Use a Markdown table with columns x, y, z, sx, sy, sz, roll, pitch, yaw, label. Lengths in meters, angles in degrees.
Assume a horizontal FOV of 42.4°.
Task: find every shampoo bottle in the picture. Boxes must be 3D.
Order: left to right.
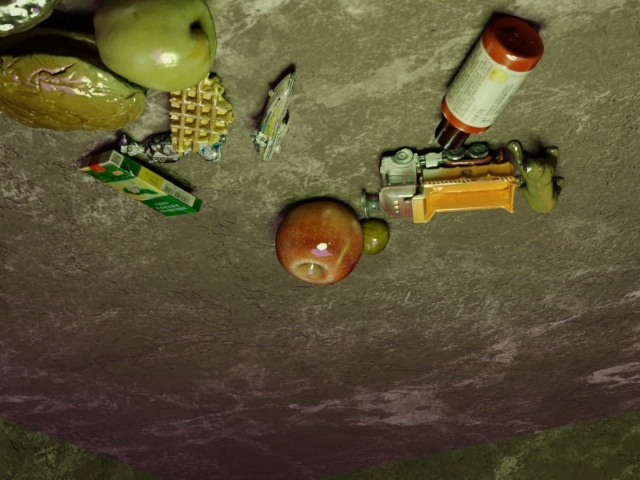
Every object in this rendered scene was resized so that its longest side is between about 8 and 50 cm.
| x | y | z | sx | sy | sz | roll | pitch | yaw | label |
| --- | --- | --- | --- | --- | --- | --- | --- | --- | --- |
| 0.286 | -0.266 | 1.482 | 0.104 | 0.104 | 0.278 | 11 | 146 | -14 | shampoo bottle |

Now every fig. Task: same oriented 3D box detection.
| x | y | z | sx | sy | sz | roll | pitch | yaw | label |
| --- | --- | --- | --- | --- | --- | --- | --- | --- | --- |
| 0.112 | -0.014 | 1.901 | 0.098 | 0.082 | 0.084 | 30 | 175 | -12 | fig |

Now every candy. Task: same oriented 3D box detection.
| x | y | z | sx | sy | sz | roll | pitch | yaw | label |
| --- | --- | --- | --- | --- | --- | --- | --- | --- | --- |
| -0.301 | -0.194 | 1.668 | 0.226 | 0.051 | 0.094 | -6 | 135 | 8 | candy |

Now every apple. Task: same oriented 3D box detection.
| x | y | z | sx | sy | sz | roll | pitch | yaw | label |
| --- | --- | --- | --- | --- | --- | --- | --- | --- | --- |
| -0.262 | -0.334 | 1.333 | 0.200 | 0.200 | 0.200 | 1 | 146 | 1 | apple |
| 0.000 | 0.000 | 1.852 | 0.201 | 0.162 | 0.201 | 10 | 150 | 6 | apple |

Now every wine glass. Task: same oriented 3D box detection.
| x | y | z | sx | sy | sz | roll | pitch | yaw | label |
| --- | --- | --- | --- | --- | --- | --- | --- | --- | --- |
| 0.168 | -0.084 | 1.793 | 0.155 | 0.072 | 0.072 | -5 | 146 | 9 | wine glass |

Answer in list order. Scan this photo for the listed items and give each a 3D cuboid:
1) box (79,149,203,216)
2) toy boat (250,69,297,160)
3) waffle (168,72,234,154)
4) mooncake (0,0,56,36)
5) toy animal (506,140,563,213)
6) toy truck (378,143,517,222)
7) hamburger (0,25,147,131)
| x | y | z | sx | sy | sz | roll | pitch | yaw | label |
| --- | --- | --- | --- | --- | --- | --- | --- | --- | --- |
| -0.380 | -0.118 | 1.759 | 0.132 | 0.034 | 0.235 | -4 | 153 | 47 | box |
| -0.081 | -0.243 | 1.564 | 0.066 | 0.084 | 0.210 | 21 | 137 | -7 | toy boat |
| -0.248 | -0.251 | 1.555 | 0.161 | 0.046 | 0.192 | -19 | 132 | 19 | waffle |
| -0.484 | -0.414 | 1.205 | 0.228 | 0.124 | 0.228 | -16 | 139 | -15 | mooncake |
| 0.443 | -0.127 | 1.687 | 0.103 | 0.101 | 0.218 | -7 | 145 | 16 | toy animal |
| 0.255 | -0.114 | 1.682 | 0.270 | 0.135 | 0.114 | -3 | 147 | 7 | toy truck |
| -0.448 | -0.281 | 1.422 | 0.309 | 0.132 | 0.211 | 5 | 168 | 0 | hamburger |
